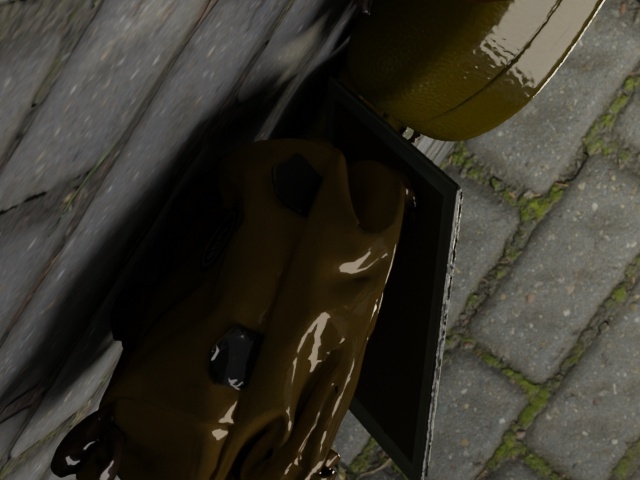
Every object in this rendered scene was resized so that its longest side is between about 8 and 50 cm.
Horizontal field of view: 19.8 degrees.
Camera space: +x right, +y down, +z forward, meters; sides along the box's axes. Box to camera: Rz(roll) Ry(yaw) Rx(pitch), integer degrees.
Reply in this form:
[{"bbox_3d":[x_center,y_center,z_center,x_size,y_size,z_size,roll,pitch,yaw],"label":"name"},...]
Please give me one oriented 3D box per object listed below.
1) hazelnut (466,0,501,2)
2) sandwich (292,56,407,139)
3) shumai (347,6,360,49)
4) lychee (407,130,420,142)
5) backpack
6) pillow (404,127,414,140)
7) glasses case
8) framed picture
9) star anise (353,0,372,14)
[{"bbox_3d":[0.126,-0.244,1.259,0.182,0.182,0.182,-53,174,-8],"label":"hazelnut"},{"bbox_3d":[0.007,-0.075,1.797,0.251,0.087,0.226,-58,-175,32],"label":"sandwich"},{"bbox_3d":[0.089,-0.219,1.684,0.123,0.139,0.105,-95,178,-54],"label":"shumai"},{"bbox_3d":[0.131,-0.179,2.072,0.114,0.101,0.140,111,-21,-64],"label":"lychee"},{"bbox_3d":[-0.073,0.087,1.510,0.353,0.201,0.378,-68,-171,-27],"label":"backpack"},{"bbox_3d":[0.105,-0.167,2.273,0.148,0.050,0.229,-58,172,-11],"label":"pillow"},{"bbox_3d":[0.161,-0.260,1.533,0.141,0.173,0.371,29,93,-41],"label":"glasses case"},{"bbox_3d":[0.052,0.034,1.582,0.018,0.231,0.293,-9,122,-25],"label":"framed picture"},{"bbox_3d":[0.056,-0.241,1.441,0.141,0.042,0.141,-59,-175,8],"label":"star anise"}]
